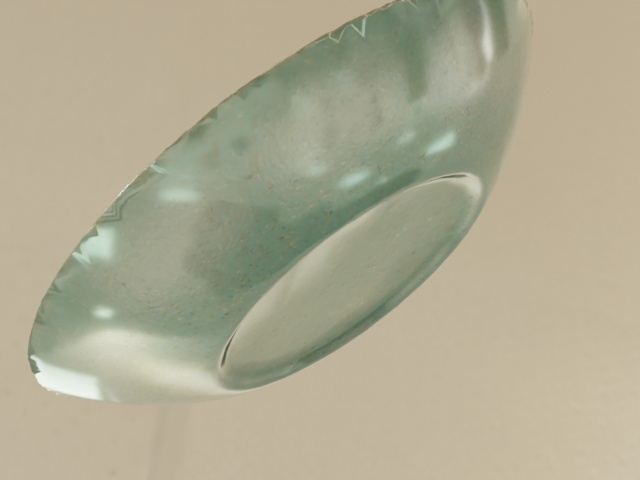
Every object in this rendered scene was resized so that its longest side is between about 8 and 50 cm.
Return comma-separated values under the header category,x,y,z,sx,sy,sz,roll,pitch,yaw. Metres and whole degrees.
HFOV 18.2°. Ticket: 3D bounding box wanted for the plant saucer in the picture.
category,x,y,z,sx,sy,sz,roll,pitch,yaw
plant saucer,0.000,0.000,0.629,0.195,0.195,0.037,-22,-115,-41
